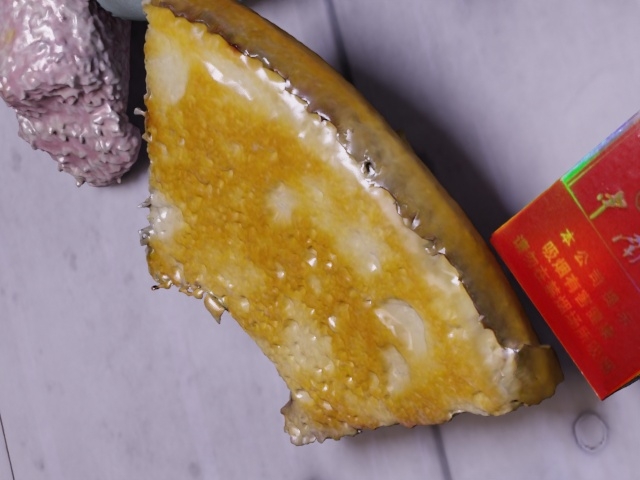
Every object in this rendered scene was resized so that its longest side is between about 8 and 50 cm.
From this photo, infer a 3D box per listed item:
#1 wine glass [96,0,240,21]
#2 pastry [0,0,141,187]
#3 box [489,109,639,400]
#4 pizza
[{"bbox_3d":[-0.006,-0.109,1.126,0.309,0.096,0.264,-6,92,43],"label":"wine glass"},{"bbox_3d":[-0.177,-0.167,1.265,0.102,0.112,0.265,-10,88,31],"label":"pastry"},{"bbox_3d":[0.183,-0.008,0.980,0.175,0.048,0.112,-43,75,36],"label":"box"},{"bbox_3d":[0.000,0.000,1.110,0.323,0.089,0.223,47,140,12],"label":"pizza"}]
